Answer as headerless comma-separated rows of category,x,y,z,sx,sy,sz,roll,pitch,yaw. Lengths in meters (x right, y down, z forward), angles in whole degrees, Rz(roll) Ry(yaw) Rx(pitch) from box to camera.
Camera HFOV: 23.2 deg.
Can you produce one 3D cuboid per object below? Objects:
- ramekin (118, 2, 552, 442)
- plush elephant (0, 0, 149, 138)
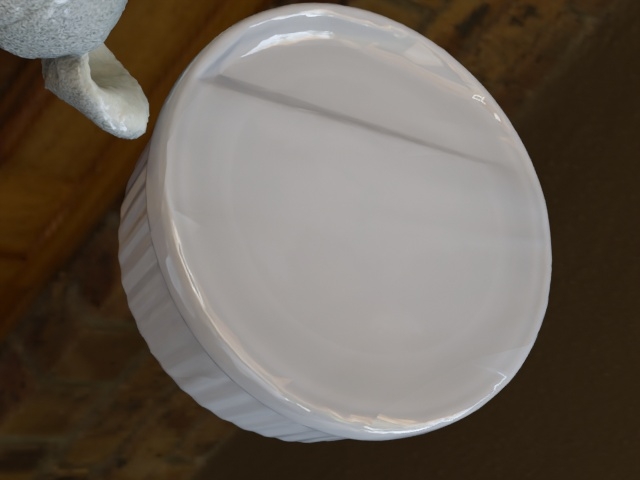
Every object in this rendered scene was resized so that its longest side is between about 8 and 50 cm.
ramekin,0.000,0.000,0.964,0.127,0.273,0.272,-34,-117,55
plush elephant,-0.116,-0.206,0.760,0.330,0.272,0.255,-17,-117,33
